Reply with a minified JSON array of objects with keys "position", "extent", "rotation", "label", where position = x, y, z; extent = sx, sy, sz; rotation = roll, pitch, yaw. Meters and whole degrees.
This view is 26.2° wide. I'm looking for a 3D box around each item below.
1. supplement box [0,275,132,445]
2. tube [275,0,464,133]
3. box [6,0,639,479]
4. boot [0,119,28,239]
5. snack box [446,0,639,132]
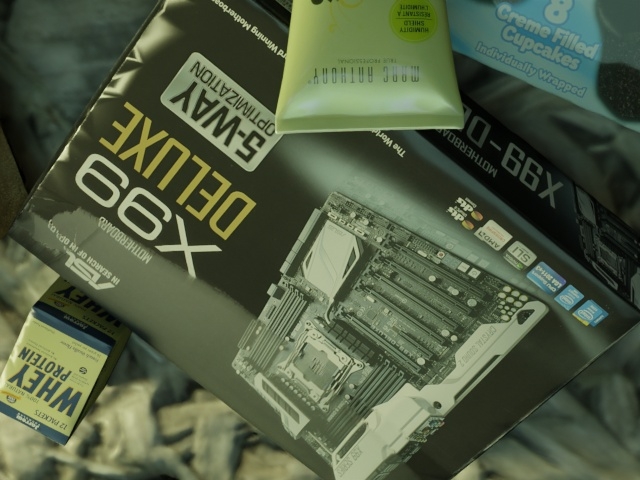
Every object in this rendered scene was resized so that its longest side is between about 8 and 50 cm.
[{"position":[-0.161,0.070,0.887],"extent":[0.056,0.083,0.083],"rotation":[27,113,-1],"label":"supplement box"},{"position":[0.026,-0.167,0.703],"extent":[0.070,0.062,0.240],"rotation":[-16,66,44],"label":"tube"},{"position":[0.000,0.000,0.807],"extent":[0.307,0.076,0.242],"rotation":[39,126,-6],"label":"box"},{"position":[-0.283,-0.122,0.842],"extent":[0.115,0.112,0.305],"rotation":[-26,109,-2],"label":"boot"},{"position":[0.209,-0.148,0.748],"extent":[0.322,0.060,0.187],"rotation":[24,113,1],"label":"snack box"}]
